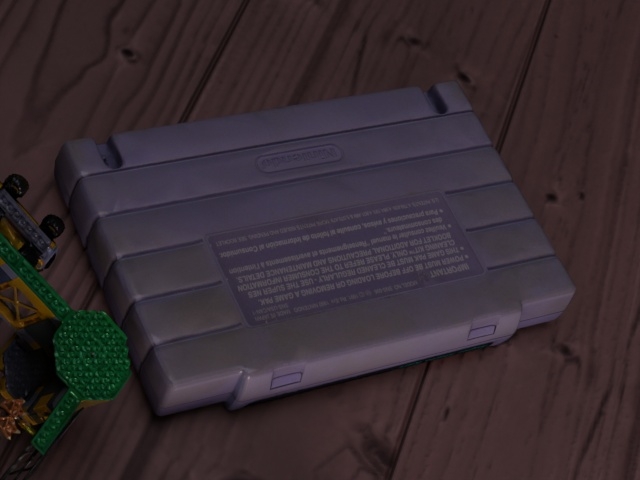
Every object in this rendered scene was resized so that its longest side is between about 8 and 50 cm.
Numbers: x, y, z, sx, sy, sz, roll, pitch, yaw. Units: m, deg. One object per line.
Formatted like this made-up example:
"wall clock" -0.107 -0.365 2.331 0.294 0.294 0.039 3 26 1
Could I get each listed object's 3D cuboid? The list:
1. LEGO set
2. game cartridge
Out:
"LEGO set" -0.295 0.114 0.997 0.255 0.192 0.331 44 48 -26
"game cartridge" 0.000 0.000 1.237 0.355 0.068 0.230 -11 64 -28
